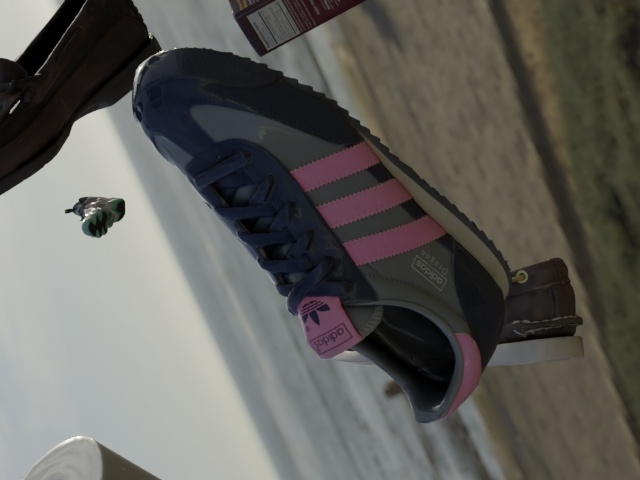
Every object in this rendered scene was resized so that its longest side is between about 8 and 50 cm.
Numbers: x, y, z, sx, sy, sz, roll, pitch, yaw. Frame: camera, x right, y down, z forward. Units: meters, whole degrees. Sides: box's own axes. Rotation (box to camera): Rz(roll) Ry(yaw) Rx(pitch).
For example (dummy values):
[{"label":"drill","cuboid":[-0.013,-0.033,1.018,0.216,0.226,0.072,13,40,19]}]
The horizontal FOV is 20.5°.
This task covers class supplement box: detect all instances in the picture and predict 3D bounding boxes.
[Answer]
[{"label":"supplement box","cuboid":[-0.023,-0.327,2.221,0.081,0.188,0.104,56,-171,-46]}]

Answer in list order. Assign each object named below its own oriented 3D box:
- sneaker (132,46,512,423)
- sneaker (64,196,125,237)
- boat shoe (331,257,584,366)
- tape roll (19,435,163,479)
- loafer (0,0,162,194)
[{"label":"sneaker","cuboid":[0.000,0.000,1.169,0.319,0.112,0.131,34,-130,-22]},{"label":"sneaker","cuboid":[-0.299,-0.032,2.260,0.098,0.069,0.038,-37,-46,-64]},{"label":"boat shoe","cuboid":[0.122,0.074,1.728,0.324,0.117,0.096,-6,87,52]},{"label":"tape roll","cuboid":[-0.247,0.357,1.925,0.169,0.246,0.246,35,-170,-27]},{"label":"loafer","cuboid":[-0.238,-0.117,1.392,0.302,0.109,0.095,-47,-57,-47]}]
